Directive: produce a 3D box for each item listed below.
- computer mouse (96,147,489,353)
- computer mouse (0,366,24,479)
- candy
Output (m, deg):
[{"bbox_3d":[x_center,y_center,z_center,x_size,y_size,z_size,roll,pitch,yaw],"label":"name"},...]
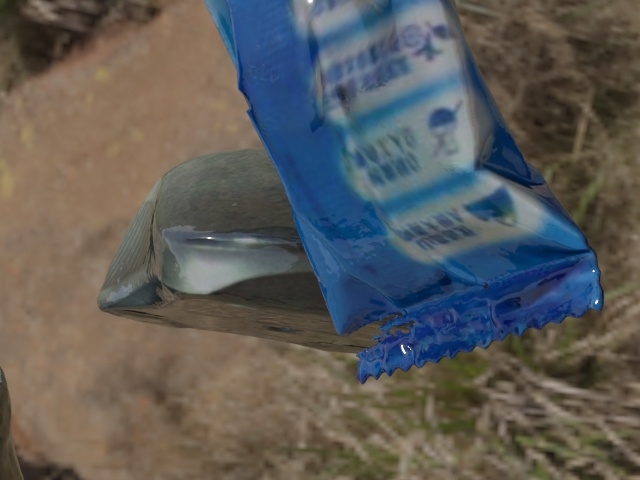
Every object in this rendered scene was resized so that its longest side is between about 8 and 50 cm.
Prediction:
[{"bbox_3d":[0.000,0.000,0.823,0.379,0.167,0.090,170,108,-74],"label":"computer mouse"},{"bbox_3d":[-0.296,0.146,1.184,0.374,0.203,0.114,161,91,-74],"label":"computer mouse"},{"bbox_3d":[0.005,-0.038,0.398,0.088,0.038,0.136,-24,90,56],"label":"candy"}]
